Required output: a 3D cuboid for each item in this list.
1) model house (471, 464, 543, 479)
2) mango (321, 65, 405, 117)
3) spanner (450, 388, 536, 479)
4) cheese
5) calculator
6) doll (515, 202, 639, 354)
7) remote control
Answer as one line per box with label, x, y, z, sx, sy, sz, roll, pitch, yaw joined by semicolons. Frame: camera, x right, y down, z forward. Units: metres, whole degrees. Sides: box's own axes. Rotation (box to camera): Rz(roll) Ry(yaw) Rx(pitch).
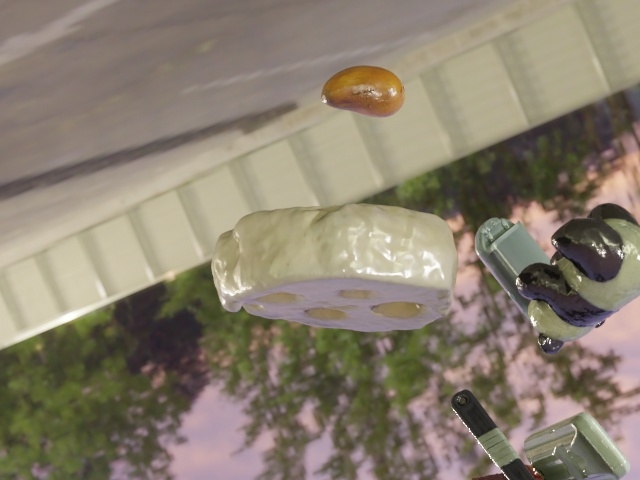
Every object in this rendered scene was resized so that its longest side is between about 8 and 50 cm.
model house;0.389;0.539;2.370;0.160;0.196;0.254;21;-166;35
mango;0.085;-0.295;2.409;0.159;0.105;0.084;9;153;-10
spanner;0.279;0.336;1.877;0.087;0.024;0.316;-36;-136;-1
cheese;0.027;0.043;1.617;0.318;0.115;0.326;-5;161;15
calculator;0.358;0.064;2.118;0.045;0.246;0.141;-42;175;36
doll;0.365;0.052;1.724;0.143;0.135;0.234;-23;159;-45
remote control;0.445;0.386;2.218;0.065;0.128;0.335;-34;171;-14
